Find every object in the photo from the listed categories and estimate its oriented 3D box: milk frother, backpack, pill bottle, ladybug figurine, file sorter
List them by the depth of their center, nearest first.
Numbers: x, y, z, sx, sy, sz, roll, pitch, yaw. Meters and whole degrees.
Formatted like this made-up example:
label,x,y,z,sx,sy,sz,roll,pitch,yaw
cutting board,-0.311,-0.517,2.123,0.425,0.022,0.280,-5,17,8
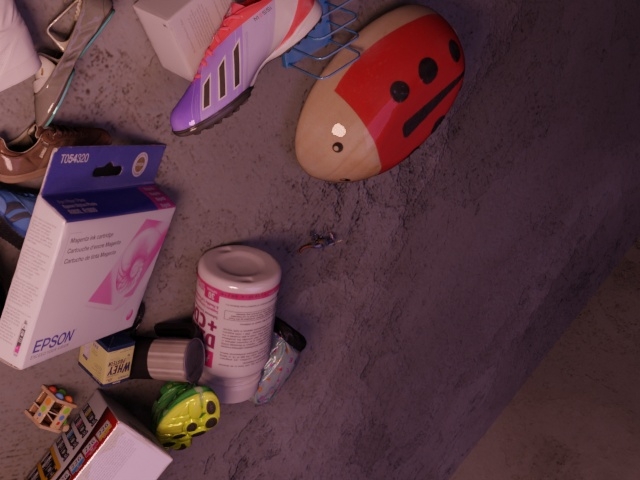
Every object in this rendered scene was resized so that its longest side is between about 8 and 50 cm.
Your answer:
label,x,y,z,sx,sy,sz,roll,pitch,yaw
file sorter,-0.001,-0.392,1.611,0.118,0.104,0.170,-37,139,-28
milk frother,-0.294,0.183,1.649,0.143,0.135,0.129,63,32,-55
pill bottle,-0.170,0.166,1.765,0.160,0.160,0.283,-19,129,-42
ladybug figurine,0.141,-0.282,1.802,0.449,0.162,0.305,-47,147,-17
backpack,-0.118,0.257,1.934,0.182,0.115,0.152,-52,147,-5

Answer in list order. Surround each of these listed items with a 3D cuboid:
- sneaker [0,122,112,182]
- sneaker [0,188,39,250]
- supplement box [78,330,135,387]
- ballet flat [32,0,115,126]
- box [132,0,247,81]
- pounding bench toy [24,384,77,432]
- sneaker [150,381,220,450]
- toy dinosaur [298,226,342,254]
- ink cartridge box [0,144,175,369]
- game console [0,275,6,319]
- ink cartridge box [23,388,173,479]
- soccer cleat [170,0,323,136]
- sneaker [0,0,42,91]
label,x,y,z,sx,sy,sz,roll,pitch,yaw
sneaker,-0.395,-0.144,1.348,0.188,0.066,0.071,-28,133,-37
sneaker,-0.458,-0.046,1.358,0.209,0.069,0.082,45,53,-48
supplement box,-0.379,0.200,1.603,0.056,0.083,0.083,-12,125,-45
ballet flat,-0.373,-0.267,1.300,0.068,0.072,0.213,30,90,-27
box,-0.185,-0.357,1.425,0.170,0.091,0.130,-45,143,-20
pounding bench toy,-0.463,0.298,1.600,0.065,0.052,0.083,-56,145,-4
sneaker,-0.272,0.320,1.718,0.110,0.123,0.295,0,157,-25
toy dinosaur,0.000,0.000,1.973,0.090,0.047,0.082,-29,158,16
ink cartridge box,-0.349,0.014,1.426,0.330,0.071,0.324,-68,165,14
game console,-0.575,0.074,1.152,0.386,0.060,0.342,-61,143,-48
ink cartridge box,-0.441,0.439,1.624,0.130,0.272,0.309,42,79,-23
soccer cleat,-0.132,-0.292,1.386,0.318,0.109,0.116,-48,125,-14
sneaker,-0.499,-0.238,1.133,0.292,0.108,0.169,-44,141,-36
